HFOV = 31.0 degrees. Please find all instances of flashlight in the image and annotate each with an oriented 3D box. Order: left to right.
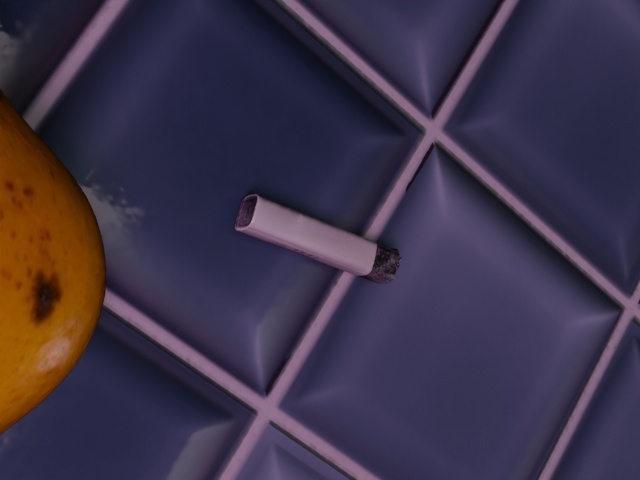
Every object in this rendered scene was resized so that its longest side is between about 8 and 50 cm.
[{"bbox_3d":[0.000,0.000,0.549,0.083,0.018,0.018,21,79,-28],"label":"flashlight"}]

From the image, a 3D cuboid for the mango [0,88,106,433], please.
[{"bbox_3d":[-0.198,-0.005,0.370,0.290,0.160,0.191,26,72,-36],"label":"mango"}]
